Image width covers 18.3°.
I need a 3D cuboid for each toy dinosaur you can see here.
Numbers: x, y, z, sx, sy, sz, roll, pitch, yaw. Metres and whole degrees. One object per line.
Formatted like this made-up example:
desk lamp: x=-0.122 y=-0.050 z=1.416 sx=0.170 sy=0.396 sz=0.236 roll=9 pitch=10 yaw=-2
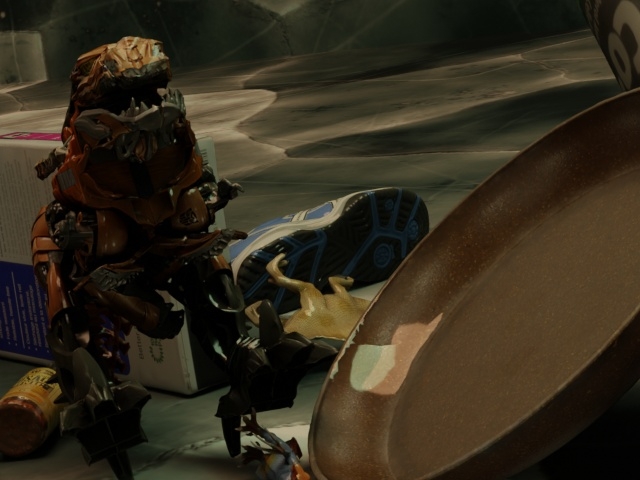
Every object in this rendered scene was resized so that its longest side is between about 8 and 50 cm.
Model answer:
toy dinosaur: x=-0.108 y=0.018 z=1.216 sx=0.164 sy=0.218 sz=0.322 roll=-26 pitch=-28 yaw=-5
toy dinosaur: x=-0.018 y=0.128 z=1.146 sx=0.090 sy=0.047 sz=0.082 roll=-5 pitch=25 yaw=-40
toy dinosaur: x=-0.007 y=0.054 z=1.412 sx=0.092 sy=0.053 sz=0.183 roll=31 pitch=32 yaw=33

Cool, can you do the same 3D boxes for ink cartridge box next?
ink cartridge box: x=-0.201 y=0.007 z=1.515 sx=0.069 sy=0.176 sz=0.371 roll=-18 pitch=15 yaw=-40

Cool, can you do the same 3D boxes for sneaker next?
sneaker: x=0.000 y=0.000 z=1.645 sx=0.211 sy=0.080 sz=0.081 roll=-15 pitch=16 yaw=-35

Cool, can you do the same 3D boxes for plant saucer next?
plant saucer: x=0.119 y=0.037 z=1.132 sx=0.310 sy=0.050 sz=0.310 roll=-40 pitch=18 yaw=15

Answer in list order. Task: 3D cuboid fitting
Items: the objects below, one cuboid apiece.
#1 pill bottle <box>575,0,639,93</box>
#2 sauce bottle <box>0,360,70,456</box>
pill bottle: x=0.296 y=-0.101 z=1.221 sx=0.204 sy=0.204 sz=0.361 roll=-11 pitch=52 yaw=-13
sauce bottle: x=-0.191 y=0.109 z=1.349 sx=0.042 sy=0.042 sz=0.128 roll=-7 pitch=12 yaw=7
